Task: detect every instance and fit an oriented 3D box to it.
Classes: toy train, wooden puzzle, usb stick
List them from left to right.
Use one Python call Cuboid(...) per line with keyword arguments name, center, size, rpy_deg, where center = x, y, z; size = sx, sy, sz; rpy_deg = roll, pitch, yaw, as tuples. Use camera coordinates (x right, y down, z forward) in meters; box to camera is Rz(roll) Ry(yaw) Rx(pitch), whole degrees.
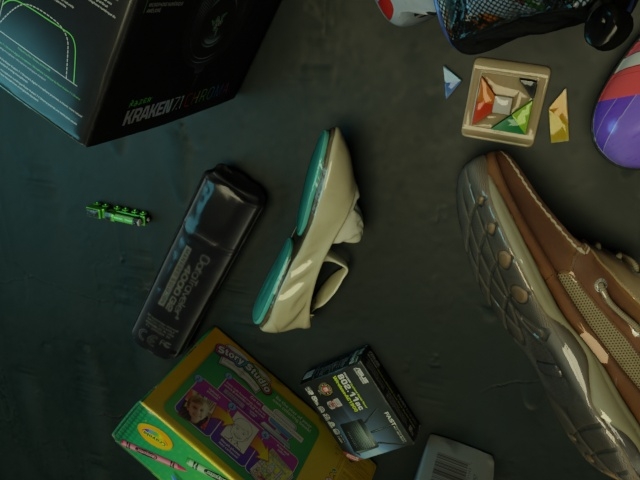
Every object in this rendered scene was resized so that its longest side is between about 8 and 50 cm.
Cuboid(name="toy train", center=(-0.248, -0.031, 0.752), size=(0.083, 0.024, 0.017), rpy_deg=(12, 115, 16))
Cuboid(name="usb stick", center=(-0.150, 0.034, 0.731), size=(0.077, 0.045, 0.278), rpy_deg=(31, 119, -2))
Cuboid(name="wooden puzzle", center=(0.168, -0.125, 0.561), size=(0.116, 0.014, 0.079), rpy_deg=(7, 114, 18))

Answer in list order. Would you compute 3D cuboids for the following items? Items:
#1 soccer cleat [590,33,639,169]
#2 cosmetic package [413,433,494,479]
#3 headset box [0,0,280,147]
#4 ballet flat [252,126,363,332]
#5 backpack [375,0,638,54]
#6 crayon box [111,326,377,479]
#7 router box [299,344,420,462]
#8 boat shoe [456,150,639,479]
Cuboid(name="soccer cleat", center=(0.333, -0.157, 0.426), size=(0.318, 0.116, 0.109), rpy_deg=(-38, 95, 29))
Cuboid(name="cosmetic package", center=(0.127, 0.359, 0.723), size=(0.085, 0.117, 0.231), rpy_deg=(18, 118, 14))
Cuboid(name="headset box", center=(-0.113, -0.247, 0.484), size=(0.131, 0.246, 0.283), rpy_deg=(35, 118, 4))
Cuboid(name="ballet flat", center=(0.000, 0.000, 0.650), size=(0.086, 0.086, 0.248), rpy_deg=(28, 120, 8))
Cuboid(name="backpack", center=(0.124, -0.274, 0.375), size=(0.213, 0.276, 0.263), rpy_deg=(3, 126, 38))
Cuboid(name="crayon box", center=(-0.078, 0.250, 0.725), size=(0.278, 0.165, 0.081), rpy_deg=(40, 119, 1))
Cuboid(name="router box", center=(0.047, 0.195, 0.727), size=(0.092, 0.038, 0.122), rpy_deg=(-29, 100, 27))
Cuboid(name="boat shoe", center=(0.235, 0.057, 0.569), size=(0.116, 0.123, 0.324), rpy_deg=(-29, 91, -6))
